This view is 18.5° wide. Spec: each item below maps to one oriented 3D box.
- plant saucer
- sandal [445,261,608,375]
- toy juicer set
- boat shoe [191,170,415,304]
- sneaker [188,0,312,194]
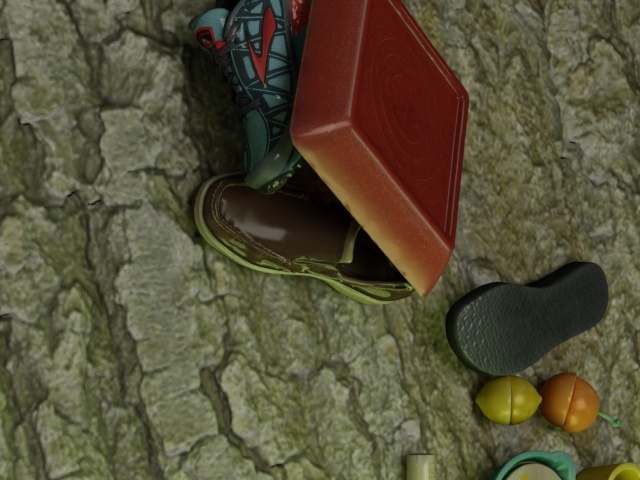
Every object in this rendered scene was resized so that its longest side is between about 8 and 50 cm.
[{"bbox_3d":[0.070,-0.121,1.871,0.258,0.048,0.259,49,36,-40],"label":"plant saucer"},{"bbox_3d":[0.212,0.083,2.073,0.254,0.054,0.097,-11,101,-47],"label":"sandal"},{"bbox_3d":[0.202,0.249,2.021,0.329,0.089,0.209,-24,102,-36],"label":"toy juicer set"},{"bbox_3d":[0.002,-0.008,1.881,0.257,0.095,0.095,18,76,-35],"label":"boat shoe"},{"bbox_3d":[-0.072,-0.167,1.838,0.125,0.104,0.261,14,62,-29],"label":"sneaker"}]
